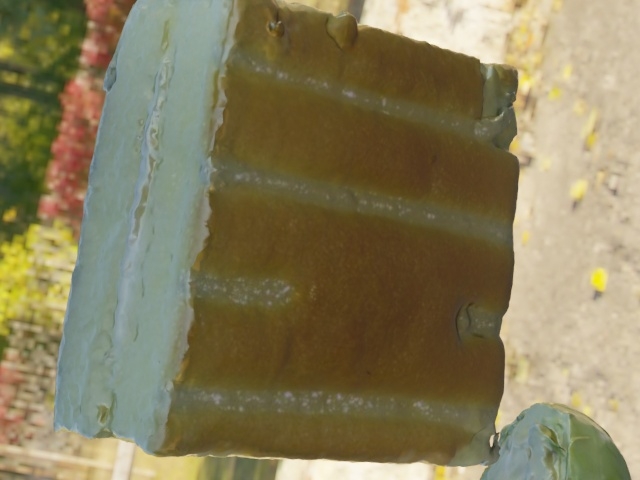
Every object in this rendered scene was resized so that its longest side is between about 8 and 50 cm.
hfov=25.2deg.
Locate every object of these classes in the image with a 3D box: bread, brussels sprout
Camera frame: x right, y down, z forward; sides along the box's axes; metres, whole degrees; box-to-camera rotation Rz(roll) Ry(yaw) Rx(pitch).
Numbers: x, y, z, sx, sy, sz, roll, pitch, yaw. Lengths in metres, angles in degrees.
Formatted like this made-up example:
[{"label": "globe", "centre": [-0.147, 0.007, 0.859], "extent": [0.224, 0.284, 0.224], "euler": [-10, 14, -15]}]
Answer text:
[{"label": "bread", "centre": [0.000, 0.000, 0.769], "extent": [0.111, 0.246, 0.239], "euler": [5, 84, 49]}, {"label": "brussels sprout", "centre": [0.213, 0.222, 1.233], "extent": [0.152, 0.122, 0.149], "euler": [-65, 27, 20]}]
